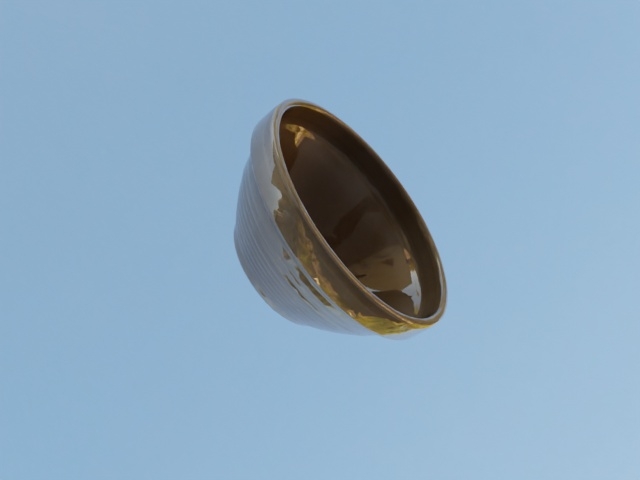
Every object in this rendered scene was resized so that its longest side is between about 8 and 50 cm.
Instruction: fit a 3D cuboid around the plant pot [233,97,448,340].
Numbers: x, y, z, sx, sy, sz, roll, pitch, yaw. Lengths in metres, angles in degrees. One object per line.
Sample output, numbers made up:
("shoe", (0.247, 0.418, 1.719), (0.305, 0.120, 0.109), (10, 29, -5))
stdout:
("plant pot", (0.000, 0.000, 1.133), (0.109, 0.237, 0.237), (-36, -55, 23))
